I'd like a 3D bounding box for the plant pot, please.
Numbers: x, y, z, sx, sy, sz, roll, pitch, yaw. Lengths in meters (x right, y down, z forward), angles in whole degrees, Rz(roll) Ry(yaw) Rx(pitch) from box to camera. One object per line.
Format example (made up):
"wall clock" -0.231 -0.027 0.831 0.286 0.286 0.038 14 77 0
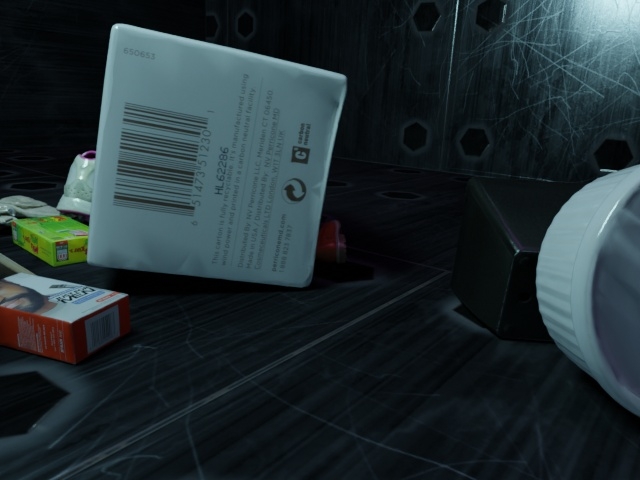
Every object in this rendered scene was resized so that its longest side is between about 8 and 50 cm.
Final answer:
"plant pot" 0.291 0.034 0.727 0.188 0.187 0.167 4 27 3

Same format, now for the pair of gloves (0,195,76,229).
"pair of gloves" -0.658 -0.058 1.117 0.204 0.042 0.240 7 15 17

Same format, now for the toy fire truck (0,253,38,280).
"toy fire truck" -0.507 0.002 0.726 0.158 0.217 0.246 -12 63 -46

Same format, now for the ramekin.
"ramekin" 0.351 0.042 0.552 0.273 0.273 0.127 0 3 -11

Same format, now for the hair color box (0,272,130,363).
"hair color box" -0.319 0.085 0.627 0.167 0.053 0.093 7 16 18

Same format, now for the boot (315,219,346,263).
"boot" 0.000 0.000 1.011 0.084 0.059 0.158 -2 16 -2

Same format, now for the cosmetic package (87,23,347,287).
"cosmetic package" -0.187 -0.147 0.922 0.327 0.329 0.394 7 13 -17

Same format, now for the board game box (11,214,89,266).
"board game box" -0.460 -0.003 0.948 0.181 0.043 0.092 17 19 41

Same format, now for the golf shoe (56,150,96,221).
"golf shoe" -0.476 -0.122 1.171 0.115 0.140 0.306 9 7 -14
